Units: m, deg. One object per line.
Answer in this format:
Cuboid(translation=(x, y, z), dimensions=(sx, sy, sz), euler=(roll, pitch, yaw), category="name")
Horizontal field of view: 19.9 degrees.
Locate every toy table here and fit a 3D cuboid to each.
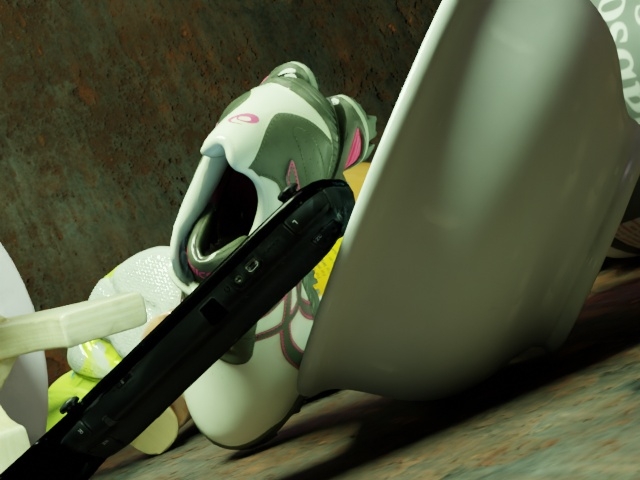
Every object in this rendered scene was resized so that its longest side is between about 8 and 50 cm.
Cuboid(translation=(-0.270, 0.088, 1.371), dimensions=(0.252, 0.274, 0.161), euler=(-29, 12, -26), category="toy table")

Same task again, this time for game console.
Cuboid(translation=(-0.115, 0.093, 1.011), dimensions=(0.361, 0.044, 0.213), euler=(-43, 1, 11), category="game console")

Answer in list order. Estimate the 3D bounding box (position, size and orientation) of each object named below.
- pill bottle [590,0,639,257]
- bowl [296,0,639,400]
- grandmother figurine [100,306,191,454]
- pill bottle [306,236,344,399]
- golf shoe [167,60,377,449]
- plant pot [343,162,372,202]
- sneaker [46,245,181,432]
Cuboid(translation=(0.250, -0.107, 1.270), dimensions=(0.363, 0.210, 0.210), euler=(-23, 2, 42), category="pill bottle")
Cuboid(translation=(0.102, -0.024, 1.055), dimensions=(0.298, 0.134, 0.298), euler=(23, -90, -86), category="bowl")
Cuboid(translation=(-0.062, 0.077, 1.554), dimensions=(0.208, 0.104, 0.342), euler=(-25, 3, 18), category="grandmother figurine")
Cuboid(translation=(0.010, 0.044, 1.365), dimensions=(0.215, 0.117, 0.117), euler=(-24, 2, -27), category="pill bottle")
Cuboid(translation=(-0.056, 0.022, 1.132), dimensions=(0.105, 0.273, 0.120), euler=(27, 32, 24), category="golf shoe")
Cuboid(translation=(0.000, 0.000, 1.818), dimensions=(0.188, 0.205, 0.205), euler=(-9, 1, -4), category="plant pot")
Cuboid(translation=(-0.156, 0.091, 1.635), dimensions=(0.126, 0.091, 0.240), euler=(-9, -36, -53), category="sneaker")
